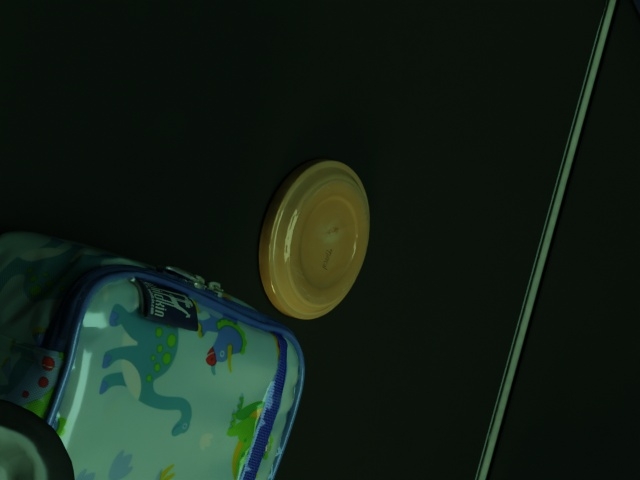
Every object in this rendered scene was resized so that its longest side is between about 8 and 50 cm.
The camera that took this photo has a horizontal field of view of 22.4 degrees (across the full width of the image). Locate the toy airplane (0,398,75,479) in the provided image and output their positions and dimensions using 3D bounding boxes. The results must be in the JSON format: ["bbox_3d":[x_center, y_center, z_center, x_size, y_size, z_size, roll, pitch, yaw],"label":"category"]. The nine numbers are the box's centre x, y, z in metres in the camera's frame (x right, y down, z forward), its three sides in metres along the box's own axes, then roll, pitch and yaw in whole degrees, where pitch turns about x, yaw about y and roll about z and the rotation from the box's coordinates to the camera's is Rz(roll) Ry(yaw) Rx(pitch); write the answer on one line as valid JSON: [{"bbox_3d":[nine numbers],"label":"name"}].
[{"bbox_3d":[-0.190,0.210,0.372,0.272,0.384,0.386,7,91,-23],"label":"toy airplane"}]

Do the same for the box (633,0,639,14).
[{"bbox_3d":[0.255,-0.163,1.005,0.036,0.136,0.225,-60,140,-20],"label":"box"}]

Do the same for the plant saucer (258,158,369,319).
[{"bbox_3d":[0.000,0.000,0.827,0.083,0.013,0.083,-21,117,-47],"label":"plant saucer"}]

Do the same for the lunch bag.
[{"bbox_3d":[-0.098,0.114,0.676,0.176,0.090,0.219,29,79,-55],"label":"lunch bag"}]
